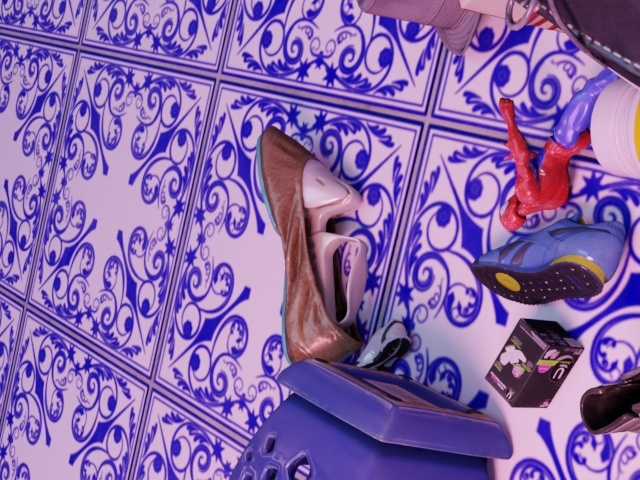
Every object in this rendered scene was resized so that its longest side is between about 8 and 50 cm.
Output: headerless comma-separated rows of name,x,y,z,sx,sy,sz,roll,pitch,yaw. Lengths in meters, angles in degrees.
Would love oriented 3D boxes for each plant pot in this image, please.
plant pot,0.059,0.263,1.400,0.236,0.236,0.212,22,94,52

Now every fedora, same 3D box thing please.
fedora,0.103,-0.343,1.447,0.275,0.124,0.244,106,154,-58

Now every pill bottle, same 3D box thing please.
pill bottle,0.363,-0.104,1.167,0.208,0.119,0.119,9,90,52

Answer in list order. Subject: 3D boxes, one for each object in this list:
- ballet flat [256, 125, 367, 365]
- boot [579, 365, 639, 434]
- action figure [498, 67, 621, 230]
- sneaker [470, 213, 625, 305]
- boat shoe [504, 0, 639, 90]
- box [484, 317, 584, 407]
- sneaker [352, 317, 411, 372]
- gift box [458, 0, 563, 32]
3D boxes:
ballet flat,0.000,0.000,1.631,0.124,0.116,0.342,-17,69,28
boot,0.359,0.122,1.095,0.246,0.161,0.083,-39,55,41
action figure,0.254,-0.142,1.339,0.139,0.091,0.280,50,120,36
sneaker,0.247,0.018,1.349,0.082,0.069,0.209,-57,22,-22
boat shoe,0.200,-0.263,1.032,0.500,0.156,0.187,48,133,18
box,0.228,0.132,1.339,0.052,0.062,0.083,49,120,42
sneaker,0.074,0.139,1.560,0.109,0.040,0.044,-45,34,33
gift box,0.266,-0.381,1.234,0.258,0.255,0.276,-27,71,47
